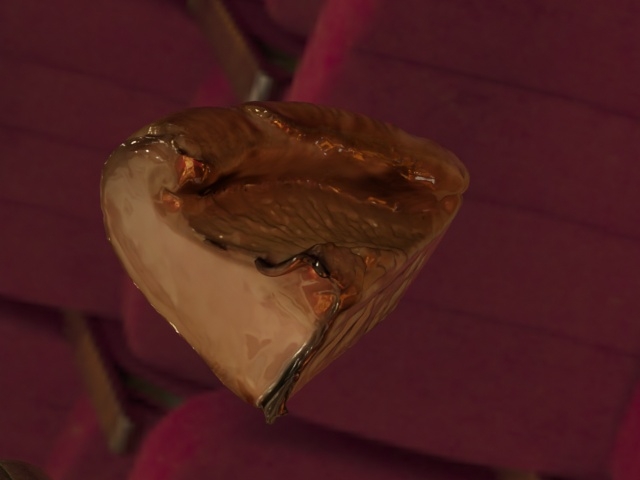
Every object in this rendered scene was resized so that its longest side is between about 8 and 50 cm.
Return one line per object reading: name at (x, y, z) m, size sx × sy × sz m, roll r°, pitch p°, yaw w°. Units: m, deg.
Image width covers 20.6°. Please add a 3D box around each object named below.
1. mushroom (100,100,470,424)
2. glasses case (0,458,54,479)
mushroom at (-0.022, -0.032, 1.957) m, size 0.314 × 0.397 × 0.224 m, roll 41°, pitch 128°, yaw 13°
glasses case at (-0.230, 0.241, 1.479) m, size 0.205 × 0.071 × 0.047 m, roll 29°, pitch 98°, yaw 59°
